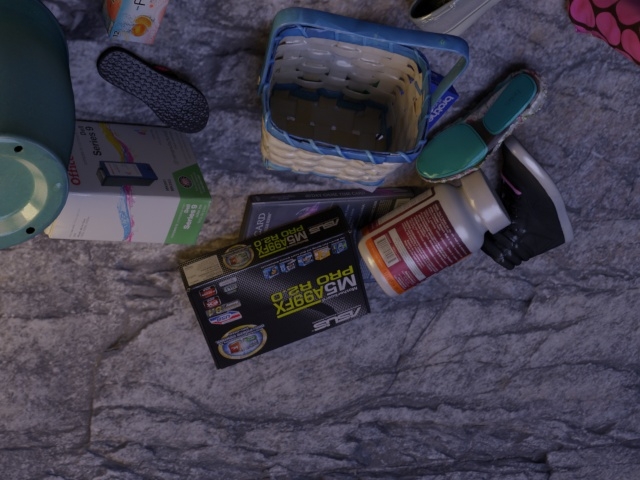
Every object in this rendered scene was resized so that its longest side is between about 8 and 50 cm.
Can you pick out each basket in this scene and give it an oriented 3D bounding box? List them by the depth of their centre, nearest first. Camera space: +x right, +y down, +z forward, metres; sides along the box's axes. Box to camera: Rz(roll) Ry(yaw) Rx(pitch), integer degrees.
[{"bbox_3d":[0.033,-0.202,1.839,0.255,0.201,0.289,11,156,-13],"label":"basket"}]

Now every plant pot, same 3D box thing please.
[{"bbox_3d":[-0.415,-0.135,1.685,0.271,0.255,0.272,-14,138,-13],"label":"plant pot"}]

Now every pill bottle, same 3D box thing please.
[{"bbox_3d":[0.175,-0.015,2.152,0.221,0.121,0.121,-30,139,11],"label":"pill bottle"}]

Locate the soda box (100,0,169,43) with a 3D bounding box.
[{"bbox_3d":[-0.215,-0.334,1.720,0.063,0.058,0.183,5,131,-29],"label":"soda box"}]

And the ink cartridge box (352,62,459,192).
[{"bbox_3d":[0.100,-0.168,2.055,0.097,0.046,0.207,20,123,-40],"label":"ink cartridge box"}]

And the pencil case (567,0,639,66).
[{"bbox_3d":[0.441,-0.294,1.961,0.095,0.209,0.098,2,123,-35],"label":"pencil case"}]

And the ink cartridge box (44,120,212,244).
[{"bbox_3d":[-0.274,-0.079,1.887,0.212,0.154,0.093,2,133,-26],"label":"ink cartridge box"}]

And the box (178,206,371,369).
[{"bbox_3d":[-0.068,0.078,2.186,0.270,0.060,0.216,-20,139,-5],"label":"box"}]

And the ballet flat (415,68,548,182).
[{"bbox_3d":[0.253,-0.165,2.109,0.241,0.091,0.077,-37,163,20],"label":"ballet flat"}]

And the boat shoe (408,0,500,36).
[{"bbox_3d":[0.210,-0.361,1.877,0.081,0.079,0.227,20,126,-44],"label":"boat shoe"}]

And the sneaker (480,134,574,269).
[{"bbox_3d":[0.309,-0.047,2.234,0.147,0.104,0.296,-33,143,2],"label":"sneaker"}]

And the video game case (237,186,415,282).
[{"bbox_3d":[0.000,0.000,2.201,0.274,0.026,0.196,-3,135,-21],"label":"video game case"}]

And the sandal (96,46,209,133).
[{"bbox_3d":[-0.221,-0.208,1.872,0.179,0.040,0.067,33,109,-29],"label":"sandal"}]
